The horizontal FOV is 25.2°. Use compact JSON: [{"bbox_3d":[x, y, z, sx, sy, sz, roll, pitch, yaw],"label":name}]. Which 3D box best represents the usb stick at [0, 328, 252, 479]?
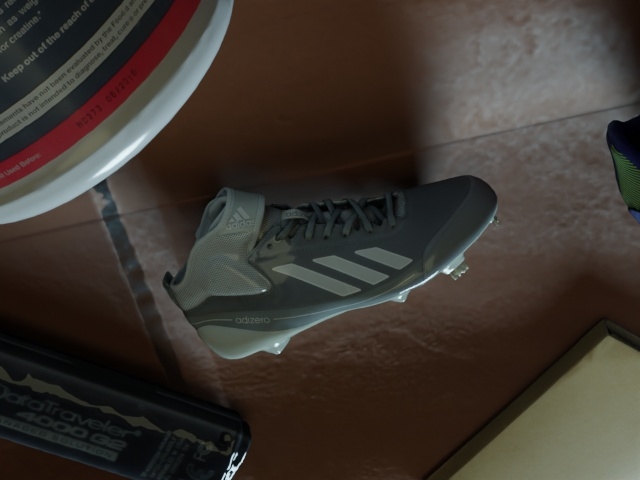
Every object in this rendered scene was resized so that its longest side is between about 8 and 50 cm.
[{"bbox_3d":[-0.180,0.103,0.940,0.278,0.045,0.077,22,117,-20],"label":"usb stick"}]

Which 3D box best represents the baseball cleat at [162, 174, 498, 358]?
[{"bbox_3d":[0.000,0.000,0.854,0.206,0.072,0.109,-30,118,14],"label":"baseball cleat"}]

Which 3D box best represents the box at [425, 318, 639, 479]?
[{"bbox_3d":[0.194,0.155,1.025,0.164,0.021,0.201,28,122,-24],"label":"box"}]

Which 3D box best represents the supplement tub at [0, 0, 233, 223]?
[{"bbox_3d":[-0.184,-0.156,0.636,0.191,0.191,0.272,-29,126,17],"label":"supplement tub"}]

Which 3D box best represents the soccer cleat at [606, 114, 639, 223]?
[{"bbox_3d":[0.295,-0.090,0.791,0.289,0.093,0.121,-31,122,19],"label":"soccer cleat"}]
